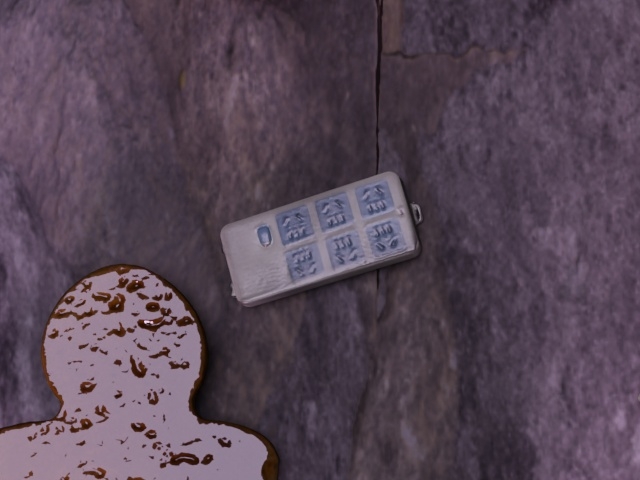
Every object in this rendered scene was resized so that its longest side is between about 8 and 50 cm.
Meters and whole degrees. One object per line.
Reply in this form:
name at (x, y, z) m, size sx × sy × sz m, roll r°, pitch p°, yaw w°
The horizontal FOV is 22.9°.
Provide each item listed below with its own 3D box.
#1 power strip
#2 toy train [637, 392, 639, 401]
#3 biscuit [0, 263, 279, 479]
power strip at (0.000, 0.000, 1.453) m, size 0.192 × 0.035 × 0.081 m, roll -17°, pitch 75°, yaw 8°
toy train at (0.419, 0.110, 1.267) m, size 0.299 × 0.131 × 0.202 m, roll 31°, pitch 116°, yaw 17°
biscuit at (-0.176, 0.237, 1.426) m, size 0.283 × 0.064 × 0.432 m, roll -2°, pitch 77°, yaw 1°
